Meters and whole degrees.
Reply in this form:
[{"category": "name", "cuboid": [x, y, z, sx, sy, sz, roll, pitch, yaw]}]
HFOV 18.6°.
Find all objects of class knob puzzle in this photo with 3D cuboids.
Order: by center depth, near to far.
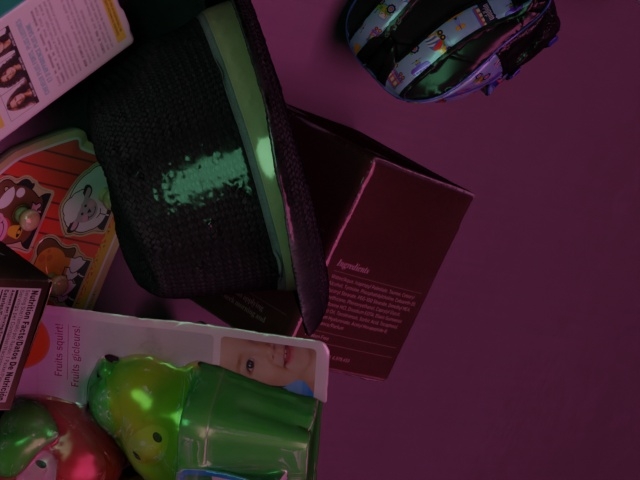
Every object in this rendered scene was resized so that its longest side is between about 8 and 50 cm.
[{"category": "knob puzzle", "cuboid": [-0.239, -0.005, 1.675, 0.213, 0.030, 0.213, -26, 131, -34]}]

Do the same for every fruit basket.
[{"category": "fruit basket", "cuboid": [-0.177, 0.207, 1.676, 0.353, 0.165, 0.327, 5, 118, -1]}]

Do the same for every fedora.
[{"category": "fedora", "cuboid": [-0.105, -0.065, 1.607, 0.152, 0.334, 0.334, -15, 130, -6]}]

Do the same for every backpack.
[{"category": "backpack", "cuboid": [0.120, -0.201, 1.840, 0.173, 0.158, 0.117, -43, 158, 1]}]

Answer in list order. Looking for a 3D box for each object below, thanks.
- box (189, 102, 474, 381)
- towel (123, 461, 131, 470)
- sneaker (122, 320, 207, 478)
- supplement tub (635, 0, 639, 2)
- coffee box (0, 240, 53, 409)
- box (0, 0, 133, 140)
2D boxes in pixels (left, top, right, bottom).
[{"category": "box", "cuboid": [0.000, 0.000, 1.822, 0.167, 0.168, 0.203, 17, 101, -50]}, {"category": "towel", "cuboid": [-0.155, 0.238, 1.920, 0.144, 0.029, 0.197, -2, 115, -45]}, {"category": "sneaker", "cuboid": [-0.147, 0.196, 1.820, 0.163, 0.086, 0.226, -19, 122, -24]}, {"category": "supplement tub", "cuboid": [0.384, -0.384, 1.967, 0.193, 0.193, 0.316, 11, 105, -49]}, {"category": "coffee box", "cuboid": [-0.373, 0.043, 1.455, 0.297, 0.168, 0.119, 3, 111, -48]}, {"category": "box", "cuboid": [-0.266, -0.137, 1.537, 0.244, 0.060, 0.100, -39, 137, -23]}]
